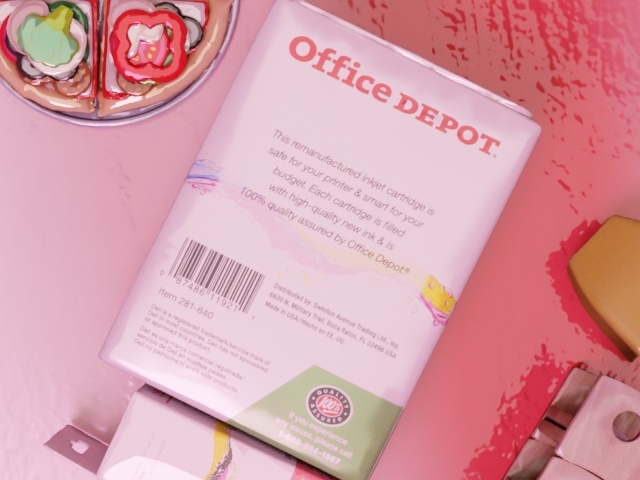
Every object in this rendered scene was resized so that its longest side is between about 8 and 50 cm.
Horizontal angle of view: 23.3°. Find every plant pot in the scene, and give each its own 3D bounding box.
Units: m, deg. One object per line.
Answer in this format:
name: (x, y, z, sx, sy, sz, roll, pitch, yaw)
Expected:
plant pot: (0.222, 0.028, 1.112, 0.083, 0.081, 0.081, 44, 89, 12)

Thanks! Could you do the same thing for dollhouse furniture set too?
dollhouse furniture set: (0.233, 0.187, 1.081, 0.184, 0.129, 0.129, 32, 89, 1)

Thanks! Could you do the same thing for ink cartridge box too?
ink cartridge box: (-0.084, 0.152, 1.084, 0.198, 0.115, 0.067, 25, 90, -1)
ink cartridge box: (0.000, 0.000, 1.087, 0.201, 0.117, 0.278, 26, 89, -1)

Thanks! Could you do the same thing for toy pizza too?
toy pizza: (-0.160, -0.183, 1.130, 0.201, 0.032, 0.201, 0, 89, -1)
